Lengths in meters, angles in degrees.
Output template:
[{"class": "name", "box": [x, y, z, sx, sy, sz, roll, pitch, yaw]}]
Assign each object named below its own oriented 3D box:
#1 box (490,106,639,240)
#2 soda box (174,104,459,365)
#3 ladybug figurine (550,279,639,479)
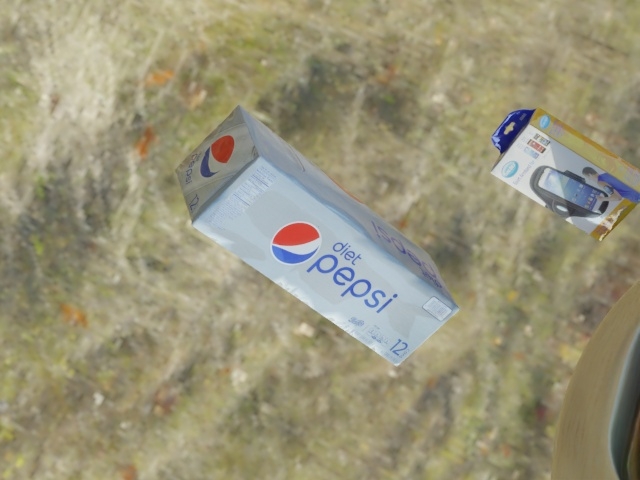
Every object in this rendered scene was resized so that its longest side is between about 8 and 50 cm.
[{"class": "box", "box": [0.214, -0.061, 1.191, 0.028, 0.136, 0.081, -61, -178, -36]}, {"class": "soda box", "box": [0.000, 0.000, 1.267, 0.091, 0.098, 0.286, -44, 125, 14]}, {"class": "ladybug figurine", "box": [0.368, 0.196, 1.197, 0.449, 0.305, 0.162, -63, 145, -31]}]
